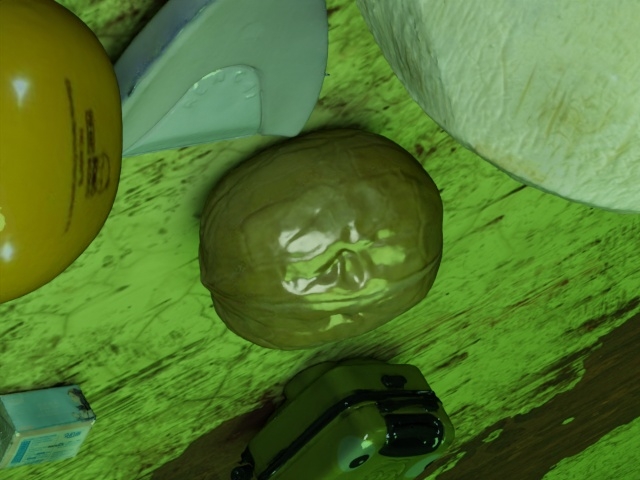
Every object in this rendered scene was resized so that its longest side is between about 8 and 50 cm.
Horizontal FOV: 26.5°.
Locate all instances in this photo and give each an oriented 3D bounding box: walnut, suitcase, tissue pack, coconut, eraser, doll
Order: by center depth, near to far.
[{"bbox_3d":[-0.253,-0.065,0.864,0.236,0.213,0.213,5,156,16],"label":"doll"},{"bbox_3d":[0.202,-0.192,0.919,0.346,0.346,0.360,-13,148,-30],"label":"coconut"},{"bbox_3d":[-0.072,-0.148,1.014,0.204,0.059,0.243,-11,150,-32],"label":"eraser"},{"bbox_3d":[0.000,0.000,1.204,0.225,0.193,0.193,-22,151,-9],"label":"walnut"},{"bbox_3d":[-0.284,0.186,1.352,0.094,0.059,0.074,-2,139,-42],"label":"tissue pack"},{"bbox_3d":[0.026,0.242,1.653,0.194,0.143,0.235,8,134,-49],"label":"suitcase"}]
